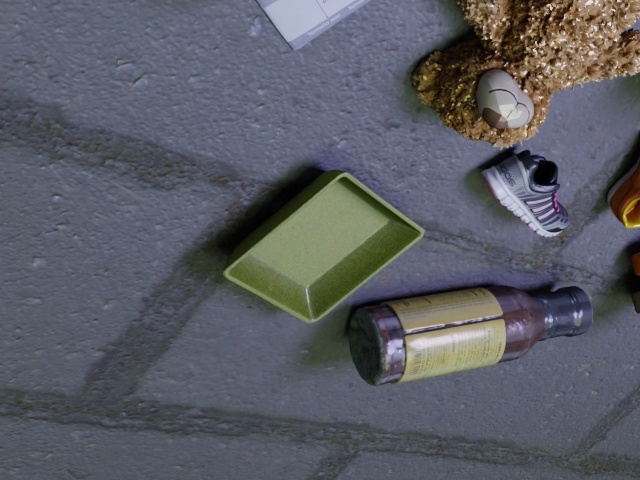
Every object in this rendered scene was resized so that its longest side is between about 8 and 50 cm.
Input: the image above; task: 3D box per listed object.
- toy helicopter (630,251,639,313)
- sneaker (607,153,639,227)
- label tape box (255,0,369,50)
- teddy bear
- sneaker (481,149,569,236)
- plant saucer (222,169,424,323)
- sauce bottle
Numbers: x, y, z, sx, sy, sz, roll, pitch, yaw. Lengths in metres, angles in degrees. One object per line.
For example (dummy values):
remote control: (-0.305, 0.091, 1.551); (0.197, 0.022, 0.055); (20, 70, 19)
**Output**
toy helicopter: (0.630, 0.044, 1.803); (0.355, 0.140, 0.235); (-18, 172, 16)
sneaker: (0.436, -0.088, 1.607); (0.064, 0.067, 0.175); (-4, 135, -25)
label tape box: (-0.011, -0.341, 1.005); (0.241, 0.106, 0.333); (-33, 143, 6)
teddy bear: (0.252, -0.229, 1.295); (0.338, 0.113, 0.245); (-36, 140, 10)
sneaker: (0.273, -0.061, 1.541); (0.075, 0.063, 0.170); (-37, 137, 22)
plant saucer: (0.000, 0.000, 1.459); (0.188, 0.045, 0.188); (-39, 141, 15)
sauce bottle: (0.209, 0.119, 1.672); (0.344, 0.111, 0.111); (-6, 138, -24)
